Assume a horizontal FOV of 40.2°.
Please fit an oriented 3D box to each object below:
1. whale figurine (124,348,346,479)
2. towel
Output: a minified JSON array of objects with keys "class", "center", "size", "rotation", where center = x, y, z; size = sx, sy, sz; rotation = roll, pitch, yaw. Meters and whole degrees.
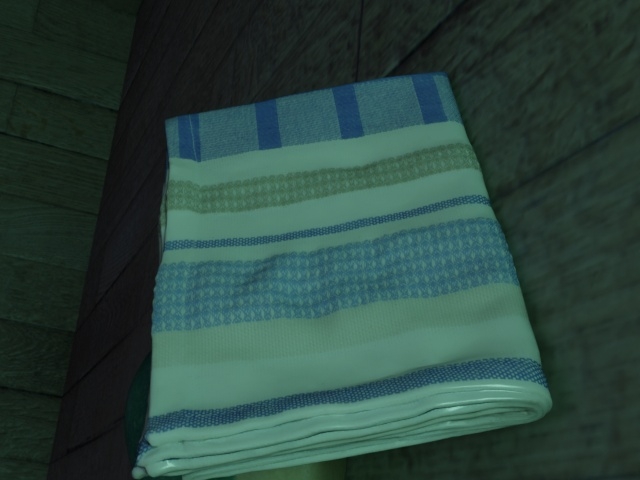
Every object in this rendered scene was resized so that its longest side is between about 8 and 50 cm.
[{"class":"whale figurine","center":[-0.055,0.083,0.621],"size":[0.216,0.141,0.272],"rotation":[79,-170,-46]},{"class":"towel","center":[0.000,0.000,0.511],"size":[0.034,0.209,0.285],"rotation":[76,-174,-45]}]
